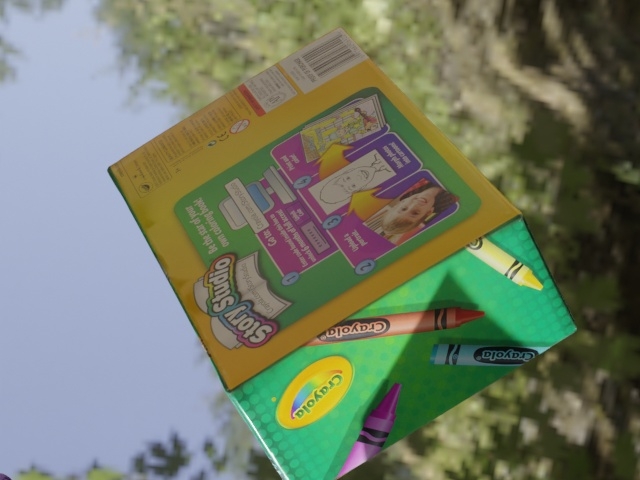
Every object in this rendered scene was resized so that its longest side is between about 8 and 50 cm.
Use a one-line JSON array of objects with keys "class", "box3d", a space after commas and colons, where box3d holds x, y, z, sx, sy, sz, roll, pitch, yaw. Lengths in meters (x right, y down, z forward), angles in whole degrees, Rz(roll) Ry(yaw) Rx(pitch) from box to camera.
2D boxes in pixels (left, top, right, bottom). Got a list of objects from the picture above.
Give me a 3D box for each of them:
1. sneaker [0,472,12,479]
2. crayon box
[{"class": "sneaker", "box3d": [-0.270, 0.197, 1.206, 0.170, 0.068, 0.071, -15, -110, -26]}, {"class": "crayon box", "box3d": [0.000, 0.000, 1.006, 0.165, 0.081, 0.278, -31, -148, -3]}]
